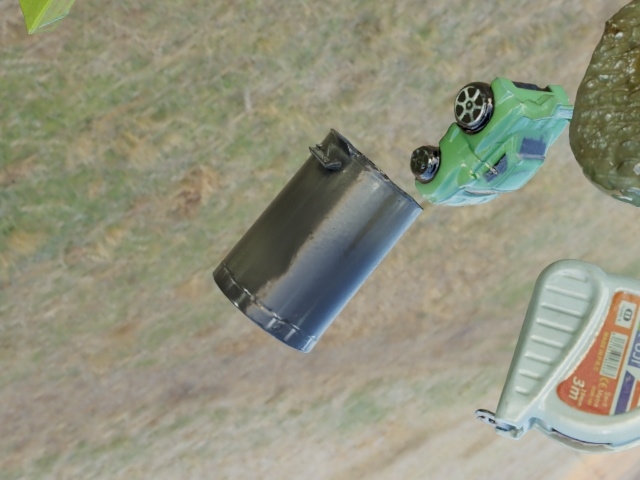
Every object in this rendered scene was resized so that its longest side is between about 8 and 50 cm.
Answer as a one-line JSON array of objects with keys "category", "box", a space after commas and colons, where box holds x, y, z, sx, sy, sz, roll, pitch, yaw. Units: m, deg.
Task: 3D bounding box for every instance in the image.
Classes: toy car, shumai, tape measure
[{"category": "toy car", "box": [0.340, -0.181, 2.089, 0.213, 0.176, 0.359, 1, 138, -42]}, {"category": "shumai", "box": [0.555, -0.162, 1.480, 0.323, 0.324, 0.398, 38, 82, -34]}, {"category": "tape measure", "box": [0.357, 0.163, 1.458, 0.125, 0.246, 0.243, 71, 39, -69]}]

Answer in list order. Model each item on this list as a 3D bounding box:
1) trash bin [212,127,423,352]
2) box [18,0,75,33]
[{"category": "trash bin", "box": [0.000, 0.000, 1.754, 0.301, 0.203, 0.252, -51, 140, 7]}, {"category": "box", "box": [-0.344, -0.398, 1.394, 0.047, 0.187, 0.335, -18, 180, -27]}]
